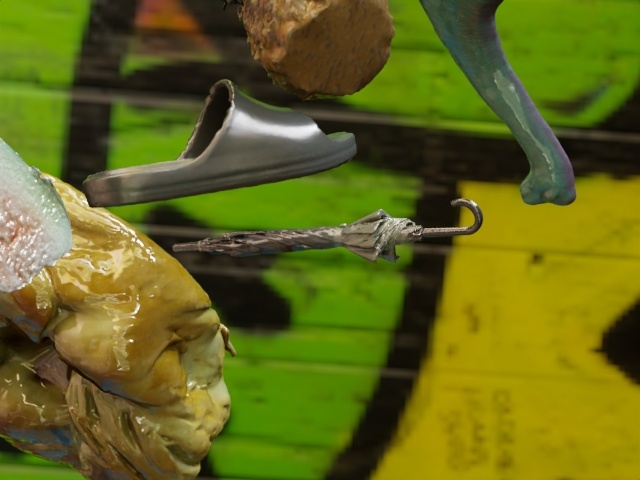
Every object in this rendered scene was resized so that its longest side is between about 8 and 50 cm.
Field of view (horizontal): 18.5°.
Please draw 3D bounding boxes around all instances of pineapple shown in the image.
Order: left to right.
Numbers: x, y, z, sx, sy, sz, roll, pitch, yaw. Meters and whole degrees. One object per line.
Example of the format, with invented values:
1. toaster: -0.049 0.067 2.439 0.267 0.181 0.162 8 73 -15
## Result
1. pineapple: -0.032 -0.226 1.705 0.248 0.128 0.128 -126 -148 -44

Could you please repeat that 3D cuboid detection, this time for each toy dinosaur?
1. toy dinosaur: 0.162 -0.218 1.407 0.383 0.331 0.129 -42 -174 47

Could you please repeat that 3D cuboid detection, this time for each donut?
1. donut: -0.240 0.098 1.858 0.170 0.360 0.360 -52 164 -30

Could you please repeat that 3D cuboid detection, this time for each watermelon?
1. watermelon: -0.267 -0.039 1.428 0.180 0.081 0.094 54 30 -4

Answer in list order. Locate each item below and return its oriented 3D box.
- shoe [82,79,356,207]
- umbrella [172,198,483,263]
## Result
1. shoe: -0.084 -0.087 1.634 0.108 0.241 0.093 178 -100 -68
2. umbrella: 0.002 0.005 1.477 0.044 0.269 0.044 -46 122 -53
